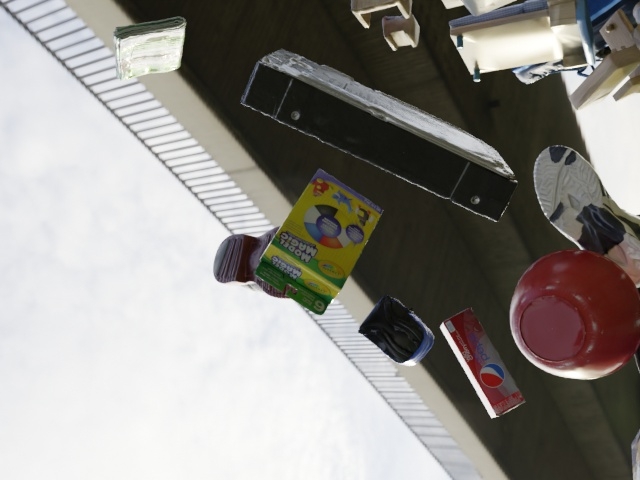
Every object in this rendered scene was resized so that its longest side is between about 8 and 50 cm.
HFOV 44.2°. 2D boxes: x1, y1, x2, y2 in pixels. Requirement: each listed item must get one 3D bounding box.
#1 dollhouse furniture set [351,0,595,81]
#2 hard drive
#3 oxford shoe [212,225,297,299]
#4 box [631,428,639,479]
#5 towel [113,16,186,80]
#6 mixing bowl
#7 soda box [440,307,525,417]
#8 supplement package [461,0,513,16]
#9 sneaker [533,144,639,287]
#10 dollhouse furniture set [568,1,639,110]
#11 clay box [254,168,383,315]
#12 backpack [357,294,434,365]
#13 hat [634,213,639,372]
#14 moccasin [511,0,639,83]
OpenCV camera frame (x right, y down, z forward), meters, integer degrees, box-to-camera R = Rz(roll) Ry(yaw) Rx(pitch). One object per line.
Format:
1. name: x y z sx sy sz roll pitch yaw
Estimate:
1. dollhouse furniture set: 0.234 -0.374 1.150 0.303 0.286 0.198 32 -124 -59
2. hard drive: 0.078 -0.148 1.020 0.237 0.338 0.064 -72 7 -73
3. oxford shoe: -0.054 0.047 1.404 0.130 0.348 0.123 19 -97 -36
4. box: 0.486 0.256 1.045 0.293 0.057 0.201 -24 -43 -68
5. towel: -0.271 -0.301 1.256 0.113 0.152 0.023 -15 -102 -16
6. mixing bowl: 0.323 0.107 1.040 0.098 0.181 0.182 -13 -84 -53
7. soda box: 0.399 0.304 1.956 0.263 0.083 0.092 62 176 15
8. supplement package: 0.170 -0.403 0.749 0.177 0.175 0.293 13 -116 -62
9. sneaker: 0.408 -0.031 1.162 0.235 0.094 0.153 53 -161 21
10. dollhouse furniture set: 0.426 -0.284 1.159 0.151 0.144 0.123 -21 -105 -18
11. clay box: 0.000 0.000 1.209 0.127 0.053 0.222 32 -133 -3
12. backpack: 0.154 0.174 1.480 0.098 0.120 0.101 -55 -34 7
13. hat: 0.637 0.104 1.343 0.331 0.134 0.332 13 -110 -40
14. moccasin: 0.494 -0.362 1.413 0.116 0.342 0.138 37 -121 -17
